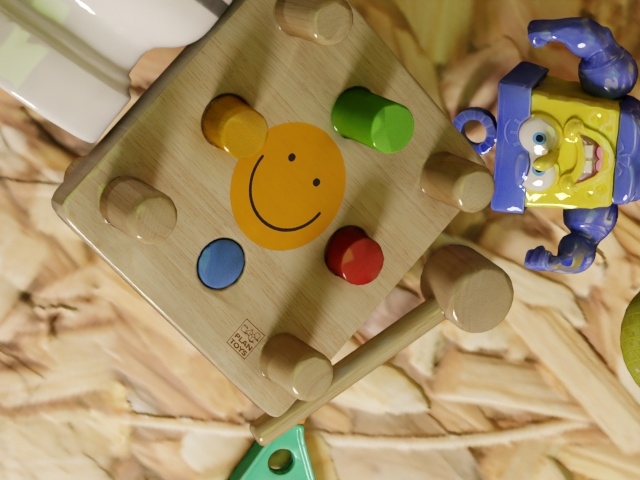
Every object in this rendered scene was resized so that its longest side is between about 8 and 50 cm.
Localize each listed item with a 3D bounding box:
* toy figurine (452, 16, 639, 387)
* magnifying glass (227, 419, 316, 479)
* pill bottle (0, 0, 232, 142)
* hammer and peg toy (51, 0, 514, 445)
[{"bbox_3d":[0.211,-0.057,1.549,0.217,0.191,0.362,7,115,11],"label":"toy figurine"},{"bbox_3d":[-0.030,0.166,1.571,0.092,0.026,0.231,6,104,-20],"label":"magnifying glass"},{"bbox_3d":[-0.114,-0.261,1.309,0.210,0.210,0.363,35,94,-24],"label":"pill bottle"},{"bbox_3d":[0.000,0.000,1.439,0.266,0.127,0.361,-48,122,-9],"label":"hammer and peg toy"}]
